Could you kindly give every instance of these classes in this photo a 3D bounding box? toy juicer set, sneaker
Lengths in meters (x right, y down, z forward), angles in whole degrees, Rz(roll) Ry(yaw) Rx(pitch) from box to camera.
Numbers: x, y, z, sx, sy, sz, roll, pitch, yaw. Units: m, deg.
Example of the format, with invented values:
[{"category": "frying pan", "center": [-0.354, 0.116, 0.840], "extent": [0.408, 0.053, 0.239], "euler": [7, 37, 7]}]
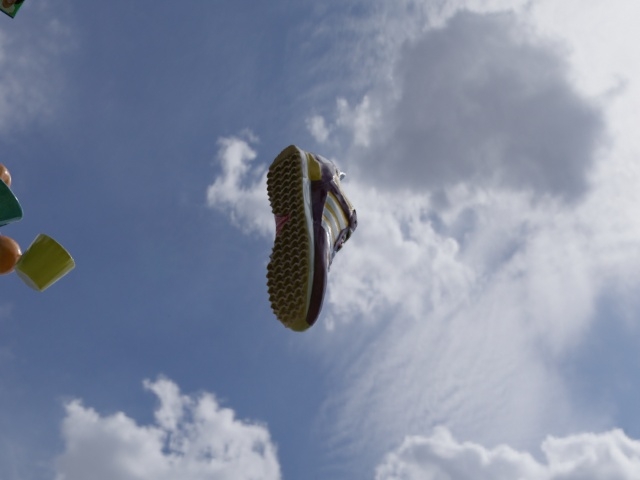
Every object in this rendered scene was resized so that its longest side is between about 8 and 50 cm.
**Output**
[{"category": "toy juicer set", "center": [-0.491, -0.075, 1.236], "extent": [0.209, 0.089, 0.329], "euler": [7, -41, 45]}, {"category": "sneaker", "center": [0.000, 0.000, 0.821], "extent": [0.084, 0.185, 0.069], "euler": [17, -31, -34]}]

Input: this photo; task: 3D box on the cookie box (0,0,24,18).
[{"category": "cookie box", "center": [-0.385, -0.341, 1.092], "extent": [0.107, 0.092, 0.040], "euler": [-56, -33, 2]}]
